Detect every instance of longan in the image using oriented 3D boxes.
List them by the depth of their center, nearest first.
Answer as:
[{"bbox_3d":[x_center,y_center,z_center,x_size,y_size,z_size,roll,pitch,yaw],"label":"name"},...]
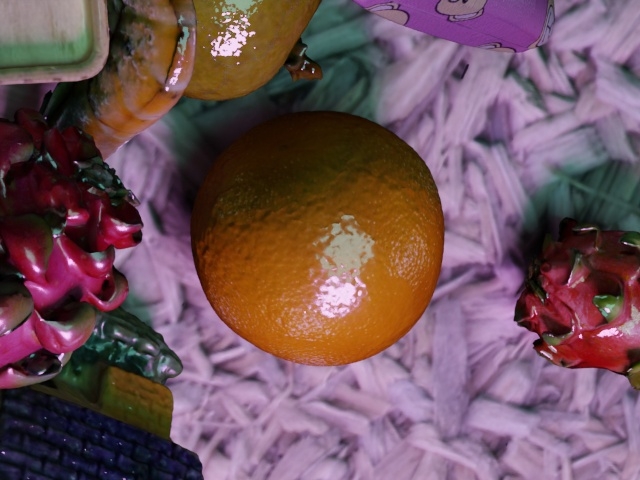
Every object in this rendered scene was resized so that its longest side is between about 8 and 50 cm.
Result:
[{"bbox_3d":[-0.062,-0.172,1.175,0.176,0.145,0.155,36,115,-25],"label":"longan"}]

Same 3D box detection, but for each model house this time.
[{"bbox_3d":[-0.183,0.142,1.202,0.194,0.211,0.170,28,97,-35],"label":"model house"}]

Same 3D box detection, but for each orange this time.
[{"bbox_3d":[0.000,0.000,1.265,0.206,0.206,0.206,-12,116,-26],"label":"orange"}]

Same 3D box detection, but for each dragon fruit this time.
[{"bbox_3d":[-0.250,-0.001,1.026,0.273,0.218,0.198,11,120,-47],"label":"dragon fruit"},{"bbox_3d":[0.264,0.059,1.487,0.236,0.135,0.137,21,93,-53],"label":"dragon fruit"}]

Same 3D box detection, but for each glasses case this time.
[{"bbox_3d":[0.084,-0.212,1.221,0.316,0.076,0.123,6,66,-57],"label":"glasses case"}]

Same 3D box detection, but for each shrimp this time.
[{"bbox_3d":[-0.180,-0.142,1.156,0.051,0.198,0.262,-13,161,-44],"label":"shrimp"}]

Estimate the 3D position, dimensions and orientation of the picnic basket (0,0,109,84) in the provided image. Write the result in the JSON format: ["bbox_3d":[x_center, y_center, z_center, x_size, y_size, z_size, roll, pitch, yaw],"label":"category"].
[{"bbox_3d":[-0.305,-0.193,0.981,0.313,0.175,0.228,-7,97,-33],"label":"picnic basket"}]
